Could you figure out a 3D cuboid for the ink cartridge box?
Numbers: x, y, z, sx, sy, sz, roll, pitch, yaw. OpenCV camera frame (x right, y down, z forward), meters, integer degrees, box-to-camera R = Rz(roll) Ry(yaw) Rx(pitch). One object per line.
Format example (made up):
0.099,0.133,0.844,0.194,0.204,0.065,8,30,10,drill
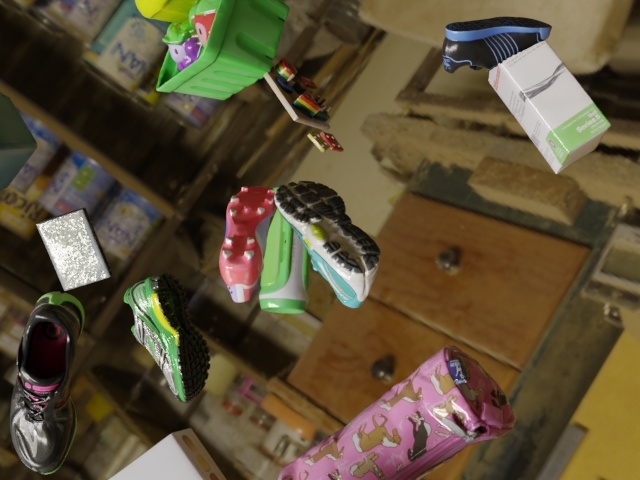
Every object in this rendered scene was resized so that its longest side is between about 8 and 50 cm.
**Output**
0.496,-0.305,1.909,0.273,0.114,0.198,57,-178,11,ink cartridge box

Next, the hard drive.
-0.449,0.016,1.585,0.022,0.094,0.135,-77,-31,-74,hard drive

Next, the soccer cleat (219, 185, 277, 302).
-0.119,-0.003,1.435,0.082,0.095,0.248,4,-145,2,soccer cleat

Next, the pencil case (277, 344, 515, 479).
0.109,0.327,1.353,0.160,0.386,0.167,57,-161,19,pencil case

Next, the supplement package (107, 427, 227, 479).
-0.255,0.420,1.492,0.139,0.133,0.244,53,173,7,supplement package

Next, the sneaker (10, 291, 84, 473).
-0.727,0.377,2.246,0.185,0.483,0.202,5,-173,-2,sneaker

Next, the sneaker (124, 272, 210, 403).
-0.387,0.251,2.200,0.146,0.344,0.134,-12,-169,29,sneaker

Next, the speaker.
-0.081,0.024,2.118,0.131,0.297,0.131,3,169,1,speaker

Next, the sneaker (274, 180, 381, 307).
0.000,0.000,1.419,0.110,0.107,0.275,97,150,-42,sneaker

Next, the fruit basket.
-0.296,-0.500,1.926,0.391,0.283,0.392,16,169,3,fruit basket

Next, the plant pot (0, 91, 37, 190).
-0.549,-0.145,1.257,0.166,0.165,0.234,55,-150,15,plant pot

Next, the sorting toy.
-0.033,-0.297,1.827,0.132,0.046,0.275,6,-133,-58,sorting toy

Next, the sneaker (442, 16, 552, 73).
0.339,-0.378,1.682,0.232,0.091,0.081,-8,-147,-18,sneaker
